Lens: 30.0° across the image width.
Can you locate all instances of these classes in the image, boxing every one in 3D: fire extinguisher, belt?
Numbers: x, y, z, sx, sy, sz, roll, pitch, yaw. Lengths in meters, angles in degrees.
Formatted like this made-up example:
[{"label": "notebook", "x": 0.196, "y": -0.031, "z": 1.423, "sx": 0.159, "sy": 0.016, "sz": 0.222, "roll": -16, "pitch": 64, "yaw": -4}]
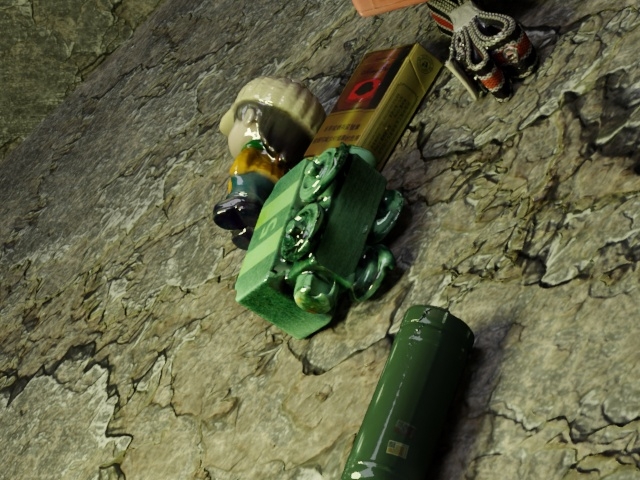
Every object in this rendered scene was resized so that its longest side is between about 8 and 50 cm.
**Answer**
[{"label": "fire extinguisher", "x": 0.101, "y": 0.232, "z": 1.418, "sx": 0.095, "sy": 0.114, "sz": 0.311, "roll": 99, "pitch": -166, "yaw": -60}, {"label": "belt", "x": 0.248, "y": -0.343, "z": 1.928, "sx": 0.126, "sy": 0.094, "sz": 0.360, "roll": -36, "pitch": 31, "yaw": 14}]

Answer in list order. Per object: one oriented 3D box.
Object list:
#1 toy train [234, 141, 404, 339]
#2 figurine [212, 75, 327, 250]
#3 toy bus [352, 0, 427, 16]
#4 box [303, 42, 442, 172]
[{"label": "toy train", "x": 0.000, "y": 0.000, "z": 1.801, "sx": 0.238, "sy": 0.167, "sz": 0.299, "roll": -35, "pitch": 27, "yaw": 45}, {"label": "figurine", "x": -0.081, "y": -0.145, "z": 2.088, "sx": 0.204, "sy": 0.185, "sz": 0.332, "roll": -22, "pitch": 43, "yaw": 15}, {"label": "toy bus", "x": 0.235, "y": -0.520, "z": 1.918, "sx": 0.426, "sy": 0.203, "sz": 0.233, "roll": -12, "pitch": 36, "yaw": 18}, {"label": "box", "x": 0.087, "y": -0.221, "z": 2.037, "sx": 0.159, "sy": 0.071, "sz": 0.240, "roll": 1, "pitch": 56, "yaw": 59}]
